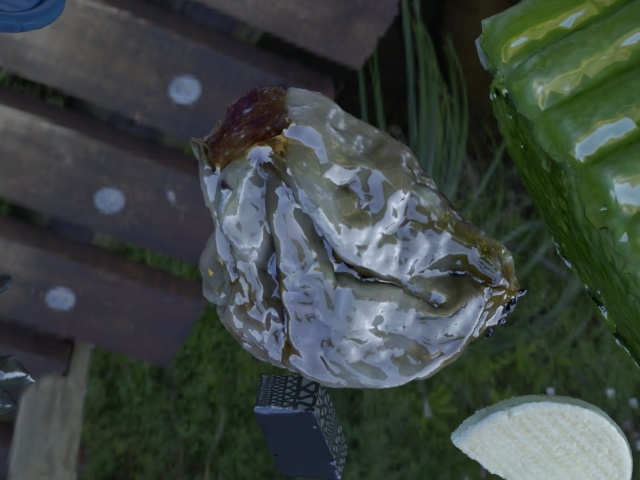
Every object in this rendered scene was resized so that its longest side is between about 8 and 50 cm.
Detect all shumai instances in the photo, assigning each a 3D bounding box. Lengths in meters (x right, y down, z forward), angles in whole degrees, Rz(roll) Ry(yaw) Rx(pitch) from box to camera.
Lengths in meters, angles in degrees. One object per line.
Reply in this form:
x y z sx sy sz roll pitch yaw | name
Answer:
-0.003 0.002 0.906 0.184 0.218 0.185 -53 146 0 | shumai

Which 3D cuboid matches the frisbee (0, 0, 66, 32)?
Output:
-0.312 -0.264 0.992 0.049 0.289 0.289 -37 124 25 | frisbee

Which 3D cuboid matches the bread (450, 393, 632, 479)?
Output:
0.224 0.193 1.224 0.193 0.036 0.112 36 110 -23 | bread

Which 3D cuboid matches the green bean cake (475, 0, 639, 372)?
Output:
0.170 -0.010 0.596 0.113 0.214 0.200 -31 136 4 | green bean cake

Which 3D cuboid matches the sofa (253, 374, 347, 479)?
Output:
-0.017 0.166 1.159 0.060 0.039 0.118 -1 140 15 | sofa

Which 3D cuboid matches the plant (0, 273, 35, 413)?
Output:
-0.372 0.129 1.088 0.276 0.188 0.199 -14 148 -42 | plant
